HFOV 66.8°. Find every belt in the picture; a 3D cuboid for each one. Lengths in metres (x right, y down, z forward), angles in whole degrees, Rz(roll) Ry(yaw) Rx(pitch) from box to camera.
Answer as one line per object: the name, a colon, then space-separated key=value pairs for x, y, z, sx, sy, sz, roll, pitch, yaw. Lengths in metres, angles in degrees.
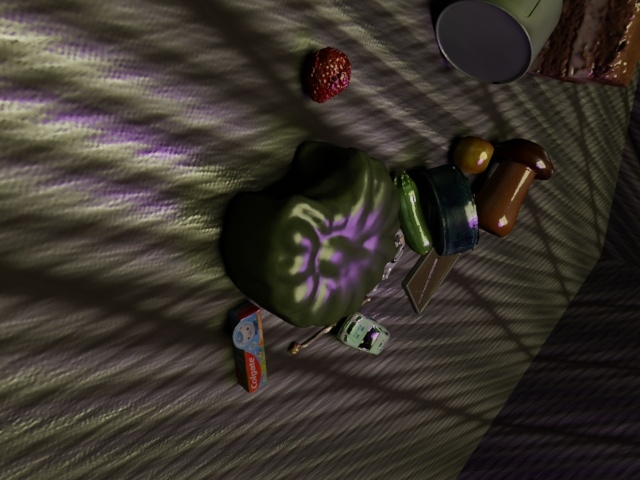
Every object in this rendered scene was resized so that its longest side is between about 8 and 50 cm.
belt: x=0.316 y=-0.065 z=1.231 sx=0.116 sy=0.206 sz=0.267 roll=-15 pitch=136 yaw=1

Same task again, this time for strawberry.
strawberry: x=0.012 y=-0.290 z=0.859 sx=0.083 sy=0.083 sz=0.096 roll=3 pitch=114 yaw=-50

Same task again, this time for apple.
apple: x=0.417 y=-0.234 z=1.339 sx=0.114 sy=0.099 sz=0.102 roll=-11 pitch=122 yaw=-74

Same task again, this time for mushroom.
mushroom: x=0.030 y=0.204 z=1.191 sx=0.286 sy=0.028 sz=0.026 roll=-25 pitch=85 yaw=-40

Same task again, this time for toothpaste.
toothpaste: x=-0.151 y=0.219 z=0.967 sx=0.070 sy=0.044 sz=0.193 roll=-26 pitch=128 yaw=-37

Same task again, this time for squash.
squash: x=0.220 y=-0.066 z=1.189 sx=0.068 sy=0.077 sz=0.219 roll=-22 pitch=109 yaw=-6

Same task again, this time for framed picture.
framed picture: x=0.350 y=0.083 z=1.496 sx=0.265 sy=0.018 sz=0.192 roll=-51 pitch=140 yaw=-18

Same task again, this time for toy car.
toy car: x=0.120 y=0.247 z=1.256 sx=0.090 sy=0.076 sz=0.224 roll=-56 pitch=148 yaw=-2

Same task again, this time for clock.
clock: x=0.130 y=0.026 z=1.158 sx=0.176 sy=0.080 sz=0.117 roll=-57 pitch=142 yaw=-9

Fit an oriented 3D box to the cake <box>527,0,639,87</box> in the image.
cake: x=0.754 y=-0.583 z=1.385 sx=0.282 sy=0.290 sz=0.256 roll=-11 pitch=119 yaw=-47

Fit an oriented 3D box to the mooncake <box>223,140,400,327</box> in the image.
mooncake: x=0.000 y=0.000 z=0.914 sx=0.351 sy=0.187 sz=0.351 roll=-28 pitch=128 yaw=-41

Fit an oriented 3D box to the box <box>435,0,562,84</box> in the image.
box: x=0.389 y=-0.481 z=1.068 sx=0.149 sy=0.226 sz=0.226 roll=-55 pitch=141 yaw=-13

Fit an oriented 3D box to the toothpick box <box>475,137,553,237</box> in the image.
toothpick box: x=0.574 y=-0.167 z=1.494 sx=0.192 sy=0.192 sz=0.294 roll=23 pitch=98 yaw=-52
